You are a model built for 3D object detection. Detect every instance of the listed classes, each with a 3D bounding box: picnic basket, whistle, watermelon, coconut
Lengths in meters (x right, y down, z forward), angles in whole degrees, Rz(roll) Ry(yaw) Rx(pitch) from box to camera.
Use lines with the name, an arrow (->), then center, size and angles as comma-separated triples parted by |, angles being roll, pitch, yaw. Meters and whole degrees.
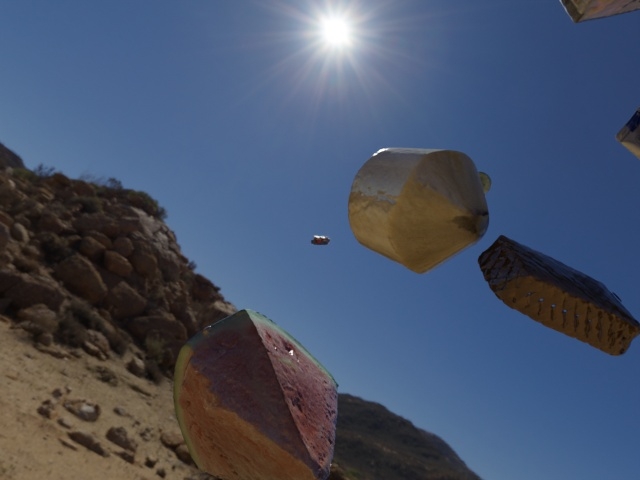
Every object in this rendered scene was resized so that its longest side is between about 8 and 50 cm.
picnic basket -> 0.291, 0.063, 0.523 | 0.193, 0.110, 0.055 | 25, -62, -13
whistle -> 0.647, -0.192, 1.800 | 0.104, 0.198, 0.057 | 16, -5, 17
watermelon -> -0.067, 0.244, 0.699 | 0.292, 0.250, 0.283 | 6, -54, 30
coconut -> 0.161, -0.049, 0.690 | 0.222, 0.202, 0.202 | 22, -22, 52

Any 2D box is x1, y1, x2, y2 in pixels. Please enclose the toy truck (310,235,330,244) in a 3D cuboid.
toy truck -> 0.000, 0.000, 1.418 | 0.024, 0.032, 0.083 | 22, 10, 33

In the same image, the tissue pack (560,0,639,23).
tissue pack -> 0.516, -0.599, 0.763 | 0.287, 0.395, 0.124 | -16, -15, -3

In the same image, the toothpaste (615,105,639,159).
toothpaste -> 0.611, -0.083, 0.678 | 0.323, 0.100, 0.066 | 45, -14, 4
